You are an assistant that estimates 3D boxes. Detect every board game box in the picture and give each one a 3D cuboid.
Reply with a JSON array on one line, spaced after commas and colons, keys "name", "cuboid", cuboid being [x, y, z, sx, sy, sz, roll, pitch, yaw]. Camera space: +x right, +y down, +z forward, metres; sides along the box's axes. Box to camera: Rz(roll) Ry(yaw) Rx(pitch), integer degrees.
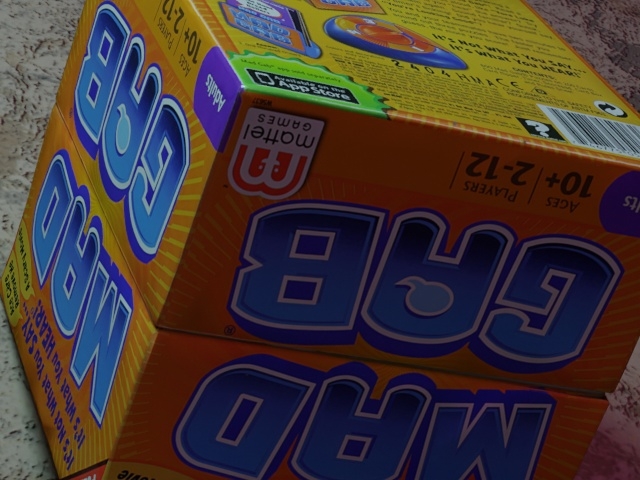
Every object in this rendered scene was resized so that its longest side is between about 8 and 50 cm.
[{"name": "board game box", "cuboid": [0.000, 0.000, 1.490, 0.357, 0.356, 0.356, 10, 25, -24]}]
